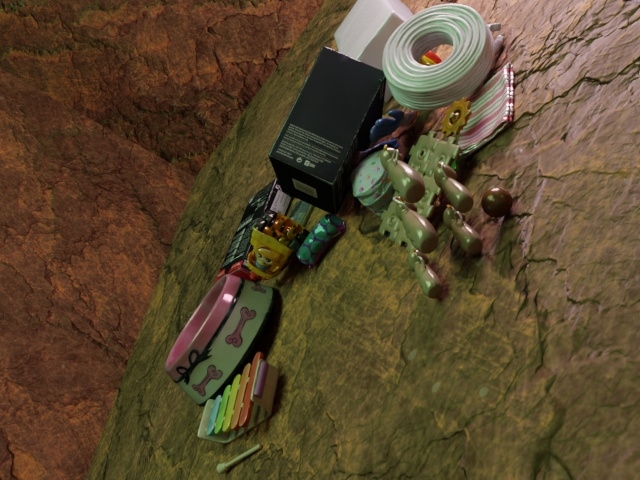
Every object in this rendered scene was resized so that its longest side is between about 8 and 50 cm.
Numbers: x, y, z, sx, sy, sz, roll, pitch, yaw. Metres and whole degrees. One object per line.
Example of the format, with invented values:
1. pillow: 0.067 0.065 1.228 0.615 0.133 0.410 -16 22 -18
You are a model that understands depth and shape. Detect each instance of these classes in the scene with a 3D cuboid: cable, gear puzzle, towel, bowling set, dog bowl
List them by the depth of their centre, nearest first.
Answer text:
1. bowling set: 0.235 -0.052 1.234 0.200 0.287 0.154 -17 33 -4
2. towel: 0.347 -0.276 1.420 0.144 0.029 0.197 -38 29 45
3. gear puzzle: 0.236 -0.142 1.431 0.338 0.044 0.175 -67 27 8
4. cable: 0.267 -0.419 1.538 0.257 0.089 0.257 12 71 31
5. dog bowl: -0.308 0.276 1.996 0.408 0.150 0.408 -52 13 17

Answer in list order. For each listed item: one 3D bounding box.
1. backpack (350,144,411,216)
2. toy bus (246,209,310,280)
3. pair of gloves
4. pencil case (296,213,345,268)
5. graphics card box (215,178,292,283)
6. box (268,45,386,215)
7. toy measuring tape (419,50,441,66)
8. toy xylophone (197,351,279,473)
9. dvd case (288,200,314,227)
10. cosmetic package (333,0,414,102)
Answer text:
1. backpack: 0.140 -0.137 1.609 0.152 0.115 0.182 -47 26 28
2. toy bus: -0.148 0.039 1.966 0.211 0.149 0.220 -59 -3 18
3. pair of gloves: 0.160 -0.249 1.678 0.023 0.159 0.198 51 138 23
4. pencil case: 0.000 0.000 1.833 0.151 0.064 0.070 -53 56 23
5. graphics card box: -0.232 -0.016 2.378 0.233 0.094 0.370 -29 38 56
6. box: 0.025 -0.271 1.760 0.312 0.179 0.343 -63 -7 -9
7. toy measuring tape: 0.264 -0.433 1.784 0.121 0.121 0.330 -58 -3 6
8. toy xylophone: -0.206 0.441 1.706 0.322 0.081 0.236 -47 24 35
9. dvd case: -0.093 -0.032 2.174 0.221 0.018 0.164 -65 20 -11
10. cosmetic package: 0.184 -0.636 2.115 0.230 0.161 0.453 -51 22 24
